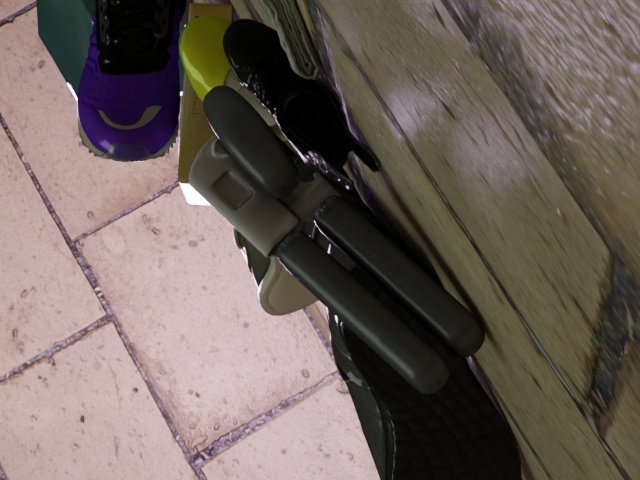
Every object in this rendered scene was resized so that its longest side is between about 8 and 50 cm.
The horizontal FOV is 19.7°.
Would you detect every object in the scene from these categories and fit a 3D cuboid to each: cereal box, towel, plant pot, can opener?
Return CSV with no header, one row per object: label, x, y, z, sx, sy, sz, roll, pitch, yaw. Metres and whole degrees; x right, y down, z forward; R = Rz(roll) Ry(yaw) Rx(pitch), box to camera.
cereal box,-0.112,-0.129,1.819,0.240,0.047,0.173,112,162,-85
towel,-0.053,-0.197,1.347,0.152,0.023,0.113,57,174,36
plant pot,-0.237,-0.270,2.173,0.165,0.165,0.234,58,168,16
can opener,0.000,0.000,1.340,0.280,0.074,0.093,43,177,24

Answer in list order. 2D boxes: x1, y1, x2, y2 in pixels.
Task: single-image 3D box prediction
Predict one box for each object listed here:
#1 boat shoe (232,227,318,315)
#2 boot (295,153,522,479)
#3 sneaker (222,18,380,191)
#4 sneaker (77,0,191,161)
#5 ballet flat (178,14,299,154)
boat shoe,-0.037,-0.013,1.921,0.091,0.109,0.305,59,170,22
boot,0.064,0.095,1.550,0.222,0.118,0.338,-121,14,-55
sneaker,-0.017,-0.106,1.387,0.170,0.051,0.089,54,175,7
sneaker,-0.185,-0.211,1.785,0.146,0.102,0.293,91,180,-48
ballet flat,-0.040,-0.103,1.622,0.077,0.077,0.231,18,145,52
